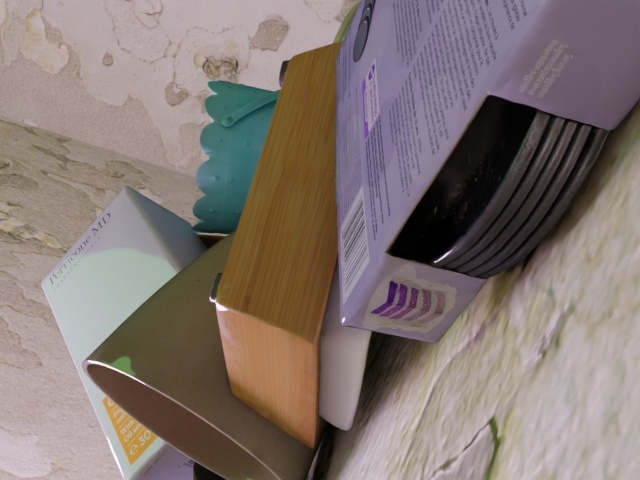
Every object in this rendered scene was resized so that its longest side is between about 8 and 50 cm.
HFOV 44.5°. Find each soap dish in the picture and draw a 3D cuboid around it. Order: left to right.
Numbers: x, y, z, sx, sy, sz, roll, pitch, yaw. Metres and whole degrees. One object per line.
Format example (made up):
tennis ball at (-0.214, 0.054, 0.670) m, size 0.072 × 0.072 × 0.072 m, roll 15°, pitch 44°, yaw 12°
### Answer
soap dish at (0.000, 0.000, 0.668) m, size 0.229 × 0.118 × 0.290 m, roll 92°, pitch -170°, yaw -59°

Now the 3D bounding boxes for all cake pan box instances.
cake pan box at (0.077, -0.110, 0.432) m, size 0.245 × 0.070 × 0.266 m, roll 115°, pitch 162°, yaw -45°

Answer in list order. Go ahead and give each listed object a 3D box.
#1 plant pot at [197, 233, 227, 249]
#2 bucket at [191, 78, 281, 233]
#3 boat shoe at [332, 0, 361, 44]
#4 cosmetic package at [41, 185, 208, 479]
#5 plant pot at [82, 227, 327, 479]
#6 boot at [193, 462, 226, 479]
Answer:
plant pot at (-0.128, 0.124, 1.343) m, size 0.212 × 0.187 × 0.212 m, roll 4°, pitch 71°, yaw 40°
bucket at (-0.109, -0.132, 1.314) m, size 0.281 × 0.183 × 0.281 m, roll -174°, pitch 90°, yaw -83°
boat shoe at (0.072, -0.267, 1.356) m, size 0.098 × 0.109 × 0.302 m, roll 17°, pitch 90°, yaw 48°
cosmetic package at (-0.236, 0.140, 1.176) m, size 0.230 × 0.161 × 0.453 m, roll -48°, pitch 46°, yaw 5°
plant pot at (-0.068, 0.097, 0.850) m, size 0.274 × 0.257 × 0.256 m, roll -57°, pitch -3°, yaw -26°
boot at (-0.092, 0.350, 0.851) m, size 0.305 × 0.113 × 0.115 m, roll -131°, pitch 43°, yaw -76°
